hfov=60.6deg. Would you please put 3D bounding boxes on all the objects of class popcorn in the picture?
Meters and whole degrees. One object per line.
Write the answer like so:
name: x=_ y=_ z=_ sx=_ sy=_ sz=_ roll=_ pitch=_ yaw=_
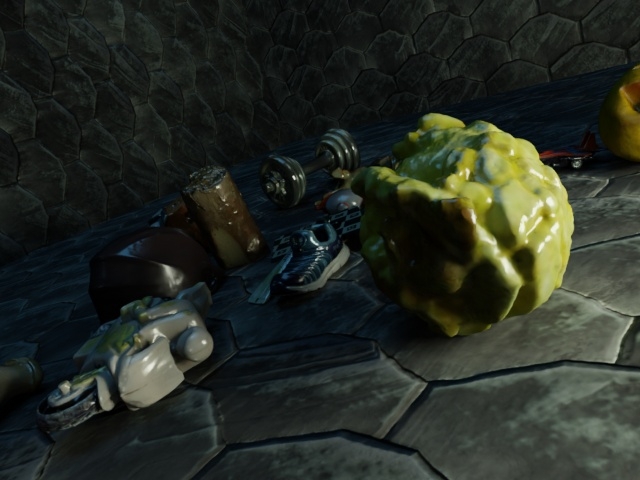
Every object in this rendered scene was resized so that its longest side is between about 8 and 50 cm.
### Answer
popcorn: x=0.163 y=-0.016 z=0.682 sx=0.293 sy=0.293 sz=0.237 roll=-4 pitch=39 yaw=41

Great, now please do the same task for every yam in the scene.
yam: x=-0.221 y=-0.049 z=1.267 sx=0.129 sy=0.238 sz=0.128 roll=-31 pitch=25 yaw=-17

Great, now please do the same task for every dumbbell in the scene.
dumbbell: x=-0.031 y=-0.239 z=1.777 sx=0.406 sy=0.179 sz=0.179 roll=-31 pitch=20 yaw=-37

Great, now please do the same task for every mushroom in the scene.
mushroom: x=-0.545 y=0.251 z=0.865 sx=0.097 sy=0.088 sz=0.212 roll=-47 pitch=-4 yaw=22

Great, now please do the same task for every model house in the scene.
model house: x=-0.372 y=-0.028 z=1.538 sx=0.301 sy=0.190 sz=0.271 roll=-37 pitch=22 yaw=-6

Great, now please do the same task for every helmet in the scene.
helmet: x=-0.353 y=0.058 z=1.150 sx=0.225 sy=0.177 sz=0.305 roll=-12 pitch=18 yaw=30

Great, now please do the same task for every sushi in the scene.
sushi: x=0.000 y=0.000 z=1.183 sx=0.210 sy=0.040 sz=0.193 roll=-22 pitch=17 yaw=6

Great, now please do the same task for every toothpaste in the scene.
toothpaste: x=-0.066 y=0.050 z=1.048 sx=0.048 sy=0.029 sz=0.197 roll=2 pitch=42 yaw=45

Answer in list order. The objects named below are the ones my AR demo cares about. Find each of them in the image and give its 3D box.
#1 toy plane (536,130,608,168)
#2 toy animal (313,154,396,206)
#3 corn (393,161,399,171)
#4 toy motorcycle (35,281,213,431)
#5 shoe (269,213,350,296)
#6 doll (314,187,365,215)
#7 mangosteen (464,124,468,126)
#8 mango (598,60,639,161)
toy plane: x=0.510 y=-0.178 z=1.179 sx=0.189 sy=0.061 sz=0.130 roll=-19 pitch=16 yaw=14
toy animal: x=0.136 y=-0.183 z=1.594 sx=0.312 sy=0.097 sz=0.157 roll=-14 pitch=4 yaw=24
corn: x=0.303 y=-0.217 z=1.489 sx=0.293 sy=0.106 sz=0.106 roll=-28 pitch=18 yaw=-40
toy motorcycle: x=-0.254 y=0.156 z=0.824 sx=0.223 sy=0.108 sz=0.340 roll=-15 pitch=17 yaw=11
shoe: x=-0.027 y=0.031 z=0.996 sx=0.091 sy=0.106 sz=0.207 roll=-8 pitch=24 yaw=37
doll: x=0.105 y=-0.098 z=1.340 sx=0.245 sy=0.076 sz=0.142 roll=-12 pitch=16 yaw=9
mangosteen: x=0.264 y=-0.099 z=0.954 sx=0.211 sy=0.211 sz=0.250 roll=-2 pitch=11 yaw=46
mango: x=0.688 y=-0.259 z=1.066 sx=0.365 sy=0.182 sz=0.253 roll=-41 pitch=27 yaw=-29
